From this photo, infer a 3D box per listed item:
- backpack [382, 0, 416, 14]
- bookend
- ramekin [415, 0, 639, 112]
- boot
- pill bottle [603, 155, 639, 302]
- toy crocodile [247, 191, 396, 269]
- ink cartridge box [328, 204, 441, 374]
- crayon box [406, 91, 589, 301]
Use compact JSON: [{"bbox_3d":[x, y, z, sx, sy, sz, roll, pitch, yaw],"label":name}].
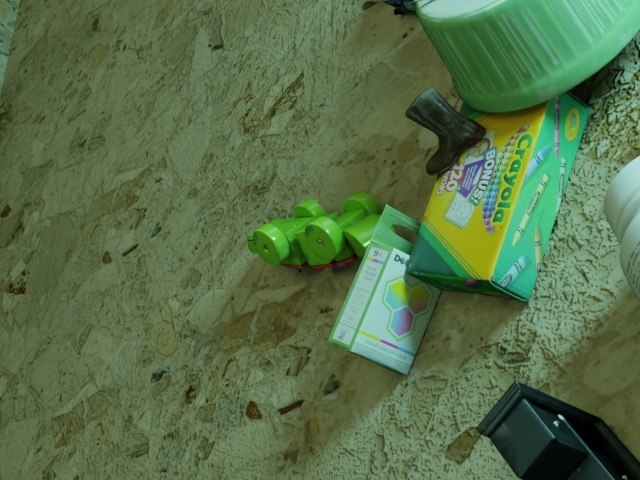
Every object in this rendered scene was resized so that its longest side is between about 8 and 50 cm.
[{"bbox_3d":[0.154,-0.426,1.852,0.114,0.084,0.105,14,83,52],"label":"backpack"},{"bbox_3d":[0.272,0.243,1.214,0.072,0.157,0.156,-54,35,15],"label":"bookend"},{"bbox_3d":[0.272,-0.327,1.502,0.303,0.148,0.303,-31,31,21],"label":"ramekin"},{"bbox_3d":[0.145,-0.145,1.514,0.106,0.114,0.037,-43,39,26],"label":"boot"},{"bbox_3d":[0.406,0.038,1.167,0.160,0.160,0.283,-45,39,25],"label":"pill bottle"},{"bbox_3d":[0.000,0.000,1.774,0.115,0.105,0.340,-34,18,-34],"label":"toy crocodile"},{"bbox_3d":[0.104,0.069,1.581,0.062,0.109,0.209,15,81,54],"label":"ink cartridge box"},{"bbox_3d":[0.235,-0.066,1.520,0.165,0.081,0.278,6,73,54],"label":"crayon box"}]
